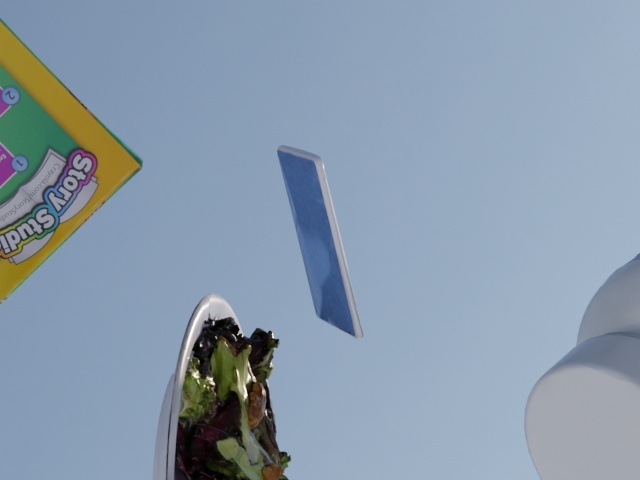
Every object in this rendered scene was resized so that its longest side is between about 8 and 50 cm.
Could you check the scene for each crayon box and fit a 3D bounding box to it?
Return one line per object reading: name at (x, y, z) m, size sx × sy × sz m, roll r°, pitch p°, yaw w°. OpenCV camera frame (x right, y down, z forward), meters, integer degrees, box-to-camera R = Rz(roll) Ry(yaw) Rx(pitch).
crayon box at (-0.266, -0.010, 1.190) m, size 0.278 × 0.165 × 0.081 m, roll -45°, pitch 11°, yaw -8°

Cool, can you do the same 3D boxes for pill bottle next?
pill bottle at (0.261, 0.061, 1.159) m, size 0.301 × 0.169 × 0.169 m, roll -31°, pitch -18°, yaw -38°

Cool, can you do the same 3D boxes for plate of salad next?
plate of salad at (-0.037, 0.123, 0.879) m, size 0.048 × 0.199 × 0.200 m, roll -2°, pitch -28°, yaw 11°

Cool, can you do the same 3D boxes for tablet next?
tablet at (0.000, 0.000, 0.848) m, size 0.006 × 0.083 × 0.054 m, roll -17°, pitch 14°, yaw -17°
